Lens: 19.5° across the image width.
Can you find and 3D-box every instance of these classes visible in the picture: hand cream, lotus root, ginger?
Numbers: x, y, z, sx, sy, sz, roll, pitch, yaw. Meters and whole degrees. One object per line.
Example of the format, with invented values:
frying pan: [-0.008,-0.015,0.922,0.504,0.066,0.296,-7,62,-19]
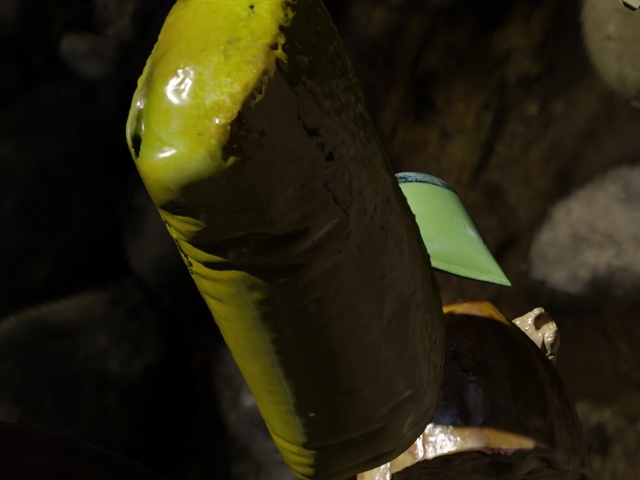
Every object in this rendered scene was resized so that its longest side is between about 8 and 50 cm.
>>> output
hand cream: [0.086,-0.008,1.426,0.175,0.095,0.046,-101,29,-67]
lotus root: [0.117,0.139,1.610,0.188,0.199,0.180,-18,67,25]
ginger: [0.189,0.121,1.932,0.173,0.051,0.069,-27,87,46]

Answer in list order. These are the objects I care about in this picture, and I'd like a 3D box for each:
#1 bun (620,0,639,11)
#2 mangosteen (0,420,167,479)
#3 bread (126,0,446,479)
bun: [0.168,-0.135,0.482,0.259,0.259,0.152,-108,31,-47]
mangosteen: [-0.157,0.224,0.449,0.382,0.435,0.382,-175,90,-85]
bread: [0.000,0.000,1.118,0.112,0.383,0.166,6,54,23]
